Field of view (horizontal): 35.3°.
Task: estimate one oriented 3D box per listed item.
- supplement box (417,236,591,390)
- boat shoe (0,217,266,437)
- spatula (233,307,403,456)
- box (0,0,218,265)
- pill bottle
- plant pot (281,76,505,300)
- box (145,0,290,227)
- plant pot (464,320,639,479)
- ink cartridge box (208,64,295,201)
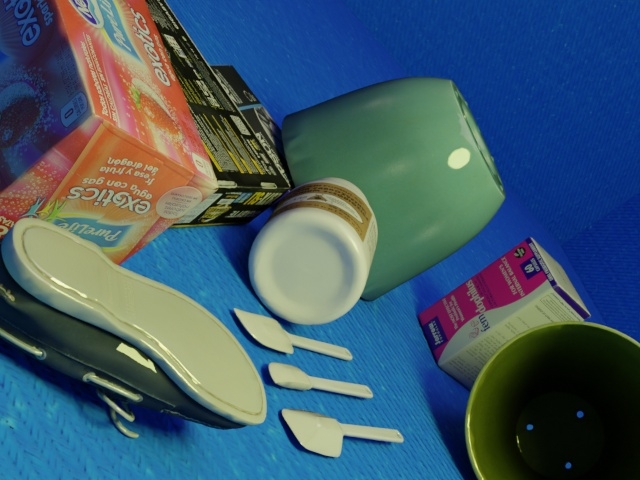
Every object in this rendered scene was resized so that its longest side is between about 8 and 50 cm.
[{"bbox_3d":[0.277,0.116,1.540,0.114,0.220,0.111,37,22,-40],"label":"supplement box"},{"bbox_3d":[-0.143,0.079,0.729,0.254,0.079,0.095,35,26,-40],"label":"boat shoe"},{"bbox_3d":[0.005,0.160,1.080,0.168,0.019,0.242,56,15,28],"label":"spatula"},{"bbox_3d":[-0.221,-0.131,0.821,0.142,0.154,0.300,31,29,-51],"label":"box"},{"bbox_3d":[0.000,0.000,1.181,0.131,0.131,0.229,51,17,-8],"label":"pill bottle"},{"bbox_3d":[0.117,-0.094,1.412,0.293,0.235,0.293,57,17,-28],"label":"plant pot"},{"bbox_3d":[-0.187,-0.165,1.109,0.322,0.079,0.257,56,18,8],"label":"box"},{"bbox_3d":[0.342,0.271,1.404,0.275,0.275,0.293,58,0,16],"label":"plant pot"},{"bbox_3d":[-0.102,-0.142,1.345,0.206,0.045,0.208,54,17,-2],"label":"ink cartridge box"}]
